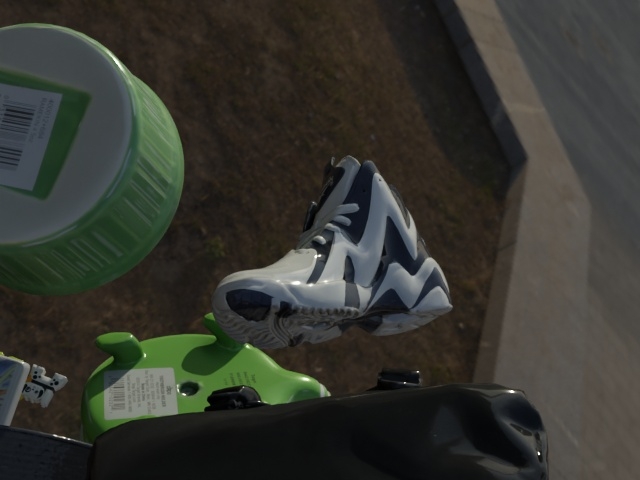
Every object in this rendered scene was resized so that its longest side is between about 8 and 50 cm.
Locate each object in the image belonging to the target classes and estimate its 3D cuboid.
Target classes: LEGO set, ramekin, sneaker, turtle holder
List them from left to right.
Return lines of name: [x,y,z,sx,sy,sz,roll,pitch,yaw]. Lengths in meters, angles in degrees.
LEGO set: [-0.523,0.229,1.409,0.227,0.087,0.093,21,61,3]
ramekin: [-0.321,-0.098,1.026,0.148,0.303,0.303,71,-1,-74]
turtle holder: [-0.147,0.240,1.153,0.320,0.227,0.243,-21,42,-37]
sneaker: [0.000,0.000,0.733,0.235,0.094,0.153,-2,66,-36]

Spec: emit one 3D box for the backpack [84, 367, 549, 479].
backpack: [0.021,0.293,0.584,0.273,0.290,0.355,-88,170,-47]

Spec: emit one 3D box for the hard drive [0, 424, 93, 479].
hard drive: [-0.299,0.250,0.819,0.254,0.054,0.172,17,52,-27]

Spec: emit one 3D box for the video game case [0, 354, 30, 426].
video game case: [-0.605,0.292,1.247,0.300,0.036,0.329,14,74,4]
